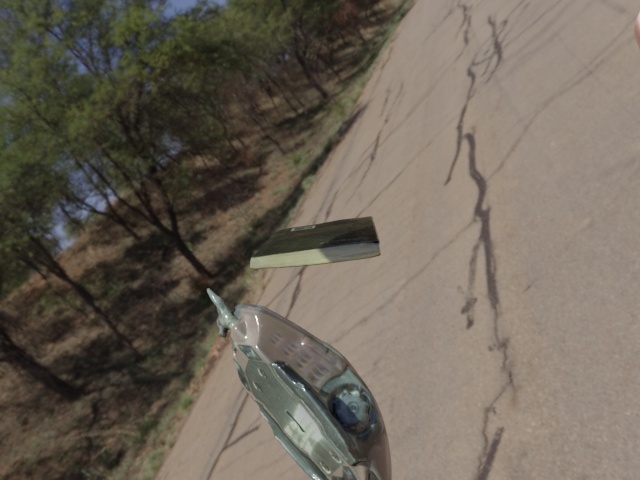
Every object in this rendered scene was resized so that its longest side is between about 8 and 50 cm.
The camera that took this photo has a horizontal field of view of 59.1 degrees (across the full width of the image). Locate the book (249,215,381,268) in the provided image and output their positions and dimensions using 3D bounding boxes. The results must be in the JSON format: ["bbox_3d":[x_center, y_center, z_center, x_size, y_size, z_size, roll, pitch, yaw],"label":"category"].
[{"bbox_3d":[0.000,0.000,0.775,0.160,0.024,0.228,-7,9,4],"label":"book"}]

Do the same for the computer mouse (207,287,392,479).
[{"bbox_3d":[-0.026,0.204,0.823,0.115,0.389,0.199,-31,-20,-36],"label":"computer mouse"}]

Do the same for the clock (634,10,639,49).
[{"bbox_3d":[0.165,-0.020,0.123,0.166,0.162,0.093,28,94,45],"label":"clock"}]
